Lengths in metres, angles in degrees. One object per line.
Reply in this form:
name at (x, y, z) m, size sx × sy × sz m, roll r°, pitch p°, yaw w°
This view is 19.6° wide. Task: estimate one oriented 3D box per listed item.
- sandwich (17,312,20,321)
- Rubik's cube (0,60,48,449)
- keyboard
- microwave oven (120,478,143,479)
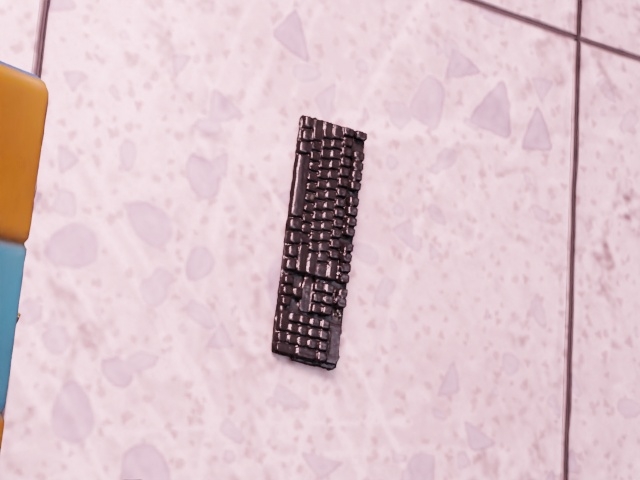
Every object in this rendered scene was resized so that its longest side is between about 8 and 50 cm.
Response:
sandwich at (-0.232, 0.063, 1.235) m, size 0.083 × 0.044 × 0.031 m, roll -35°, pitch 96°, yaw 9°
Rubik's cube at (-0.336, 0.022, 0.926) m, size 0.292 × 0.290 × 0.291 m, roll 18°, pitch 78°, yaw -74°
keyboard at (0.000, 0.000, 1.419) m, size 0.060 × 0.018 × 0.195 m, roll 16°, pitch 70°, yaw -27°
microwave oven at (-0.215, 0.293, 1.067) m, size 0.295 × 0.237 × 0.181 m, roll -34°, pitch 100°, yaw -35°
